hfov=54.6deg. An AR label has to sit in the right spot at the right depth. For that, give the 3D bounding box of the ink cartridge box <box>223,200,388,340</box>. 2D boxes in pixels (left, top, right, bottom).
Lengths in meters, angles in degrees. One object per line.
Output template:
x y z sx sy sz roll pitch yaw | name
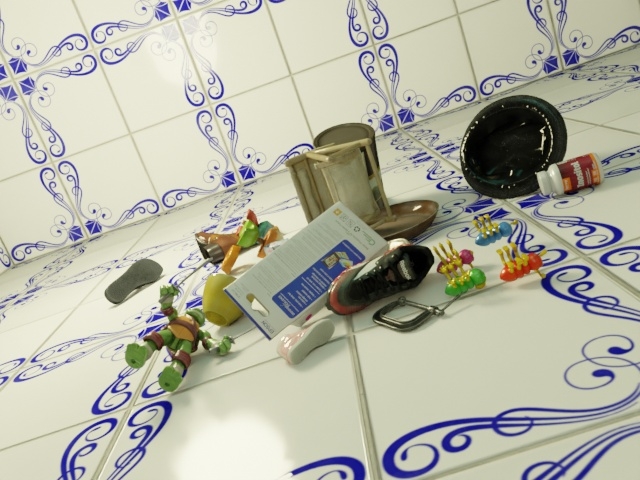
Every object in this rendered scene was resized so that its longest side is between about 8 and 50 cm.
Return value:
-0.029 0.072 1.463 0.370 0.069 0.175 -37 63 -21 | ink cartridge box

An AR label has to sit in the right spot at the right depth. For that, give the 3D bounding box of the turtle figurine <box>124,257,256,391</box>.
-0.297 0.189 1.398 0.274 0.198 0.266 -17 19 23 | turtle figurine

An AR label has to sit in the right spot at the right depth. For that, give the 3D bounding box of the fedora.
0.583 -0.264 1.825 0.333 0.335 0.152 -5 -9 44 | fedora

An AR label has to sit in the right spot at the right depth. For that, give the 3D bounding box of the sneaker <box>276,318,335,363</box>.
-0.036 0.202 1.294 0.134 0.051 0.070 -35 26 -32 | sneaker

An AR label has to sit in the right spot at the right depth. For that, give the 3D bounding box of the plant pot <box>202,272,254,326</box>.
-0.249 0.163 1.589 0.134 0.134 0.095 -9 43 35 | plant pot

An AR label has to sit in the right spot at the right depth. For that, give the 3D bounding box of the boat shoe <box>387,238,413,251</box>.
0.176 0.036 1.622 0.064 0.075 0.206 21 -16 -32 | boat shoe

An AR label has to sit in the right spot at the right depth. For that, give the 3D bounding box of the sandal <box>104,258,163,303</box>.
-0.675 0.143 2.225 0.054 0.097 0.254 -42 -3 42 | sandal

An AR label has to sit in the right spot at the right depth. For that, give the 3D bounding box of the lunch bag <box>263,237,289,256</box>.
-0.127 0.040 1.917 0.083 0.071 0.053 -15 20 10 | lunch bag

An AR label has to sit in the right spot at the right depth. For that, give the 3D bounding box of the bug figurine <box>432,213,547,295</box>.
0.354 0.038 1.332 0.216 0.072 0.279 -24 20 8 | bug figurine

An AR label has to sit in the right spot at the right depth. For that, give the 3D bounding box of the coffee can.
0.099 -0.217 2.031 0.201 0.276 0.202 -9 35 7 | coffee can

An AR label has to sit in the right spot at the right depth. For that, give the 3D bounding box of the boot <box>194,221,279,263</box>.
-0.317 -0.023 2.320 0.280 0.096 0.264 -25 16 -19 | boot

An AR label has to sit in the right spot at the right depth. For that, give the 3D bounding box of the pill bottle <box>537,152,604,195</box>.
0.656 -0.170 1.633 0.151 0.086 0.086 -17 16 14 | pill bottle

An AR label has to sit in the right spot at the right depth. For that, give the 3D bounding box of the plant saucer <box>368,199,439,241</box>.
0.203 -0.041 1.826 0.310 0.050 0.311 -19 16 6 | plant saucer

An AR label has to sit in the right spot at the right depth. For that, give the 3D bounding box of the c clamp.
0.188 0.146 1.278 0.137 0.022 0.160 -35 23 -29 | c clamp

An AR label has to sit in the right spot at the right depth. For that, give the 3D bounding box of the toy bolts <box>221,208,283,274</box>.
-0.207 0.023 2.056 0.218 0.158 0.229 -57 14 23 | toy bolts

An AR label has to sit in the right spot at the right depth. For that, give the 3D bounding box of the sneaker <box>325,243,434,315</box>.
0.138 0.080 1.371 0.275 0.098 0.135 -25 0 -19 | sneaker

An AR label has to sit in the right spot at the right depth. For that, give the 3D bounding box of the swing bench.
0.053 -0.144 1.801 0.165 0.254 0.254 -28 18 -27 | swing bench
